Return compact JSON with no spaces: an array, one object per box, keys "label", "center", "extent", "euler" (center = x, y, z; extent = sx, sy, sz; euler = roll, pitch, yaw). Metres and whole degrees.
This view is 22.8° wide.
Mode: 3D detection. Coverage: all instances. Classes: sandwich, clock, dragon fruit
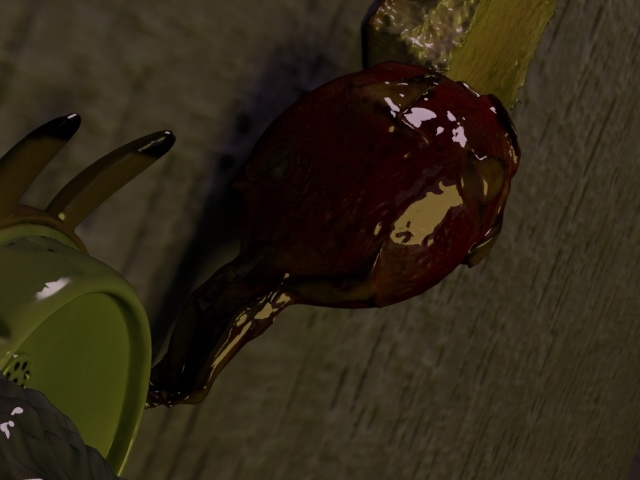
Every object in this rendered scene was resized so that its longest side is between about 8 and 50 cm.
[{"label":"sandwich","center":[0.069,-0.092,0.938],"extent":[0.193,0.058,0.162],"euler":[-67,157,1]},{"label":"clock","center":[-0.124,0.060,0.594],"extent":[0.170,0.069,0.232],"euler":[5,105,-68]},{"label":"dragon fruit","center":[0.000,0.000,0.793],"extent":[0.246,0.125,0.125],"euler":[-41,121,-14]}]

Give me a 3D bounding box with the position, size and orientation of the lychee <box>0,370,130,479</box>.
[{"label":"lychee","center":[-0.134,0.153,0.400],"extent":[0.274,0.255,0.255],"euler":[-33,160,9]}]
